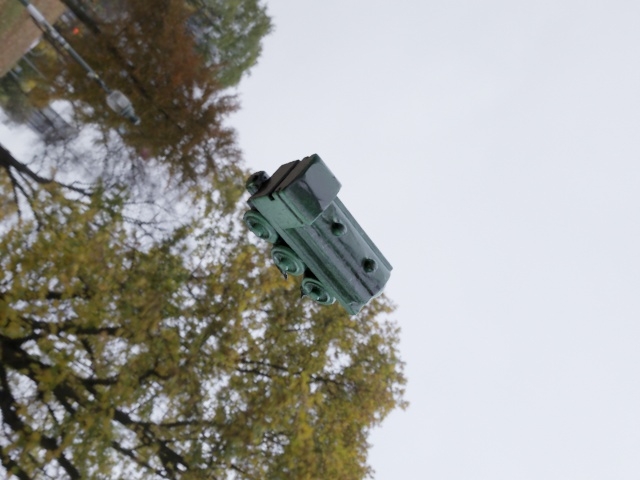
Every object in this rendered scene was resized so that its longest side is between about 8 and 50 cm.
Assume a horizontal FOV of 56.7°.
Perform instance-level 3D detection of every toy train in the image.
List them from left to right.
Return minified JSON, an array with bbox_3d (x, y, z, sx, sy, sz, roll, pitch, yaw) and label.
[{"bbox_3d":[0.000,0.000,0.560,0.071,0.170,0.111,-50,-156,-25],"label":"toy train"}]
